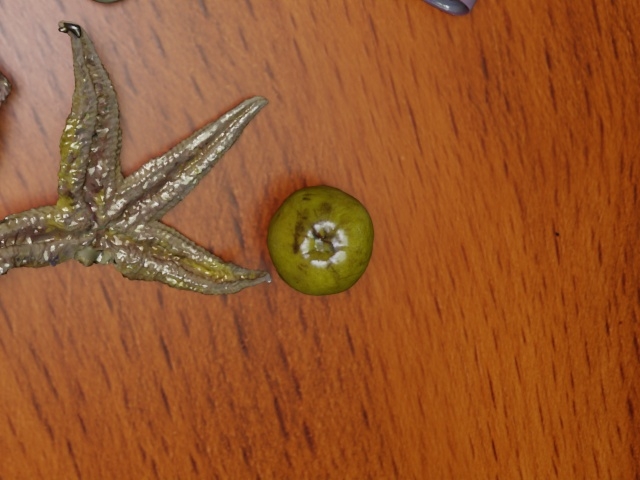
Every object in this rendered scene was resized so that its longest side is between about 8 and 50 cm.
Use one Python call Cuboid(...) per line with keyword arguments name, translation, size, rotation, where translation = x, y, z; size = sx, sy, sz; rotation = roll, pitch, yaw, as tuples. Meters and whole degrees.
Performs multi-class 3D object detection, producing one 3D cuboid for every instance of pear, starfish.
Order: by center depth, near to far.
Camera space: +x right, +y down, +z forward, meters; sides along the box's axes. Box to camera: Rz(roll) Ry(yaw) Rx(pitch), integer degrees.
Cuboid(name="starfish", translation=(-0.249, -0.040, 0.915), size=(0.397, 0.132, 0.384), rotation=(18, 102, -24))
Cuboid(name="pear", translation=(0.000, 0.000, 0.992), size=(0.148, 0.162, 0.149), rotation=(-1, 96, -8))

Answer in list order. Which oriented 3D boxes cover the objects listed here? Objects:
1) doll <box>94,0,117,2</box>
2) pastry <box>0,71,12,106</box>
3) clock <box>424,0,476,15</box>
Cuboid(name="doll", translation=(-0.229, -0.428, 0.838), size=(0.228, 0.154, 0.259), rotation=(-24, 102, -6))
Cuboid(name="pastry", translation=(-0.438, -0.201, 0.833), size=(0.112, 0.102, 0.265), rotation=(-40, 113, -17))
Cuboid(name="clock", translation=(0.152, -0.354, 0.977), size=(0.152, 0.110, 0.050), rotation=(21, 94, -20))
